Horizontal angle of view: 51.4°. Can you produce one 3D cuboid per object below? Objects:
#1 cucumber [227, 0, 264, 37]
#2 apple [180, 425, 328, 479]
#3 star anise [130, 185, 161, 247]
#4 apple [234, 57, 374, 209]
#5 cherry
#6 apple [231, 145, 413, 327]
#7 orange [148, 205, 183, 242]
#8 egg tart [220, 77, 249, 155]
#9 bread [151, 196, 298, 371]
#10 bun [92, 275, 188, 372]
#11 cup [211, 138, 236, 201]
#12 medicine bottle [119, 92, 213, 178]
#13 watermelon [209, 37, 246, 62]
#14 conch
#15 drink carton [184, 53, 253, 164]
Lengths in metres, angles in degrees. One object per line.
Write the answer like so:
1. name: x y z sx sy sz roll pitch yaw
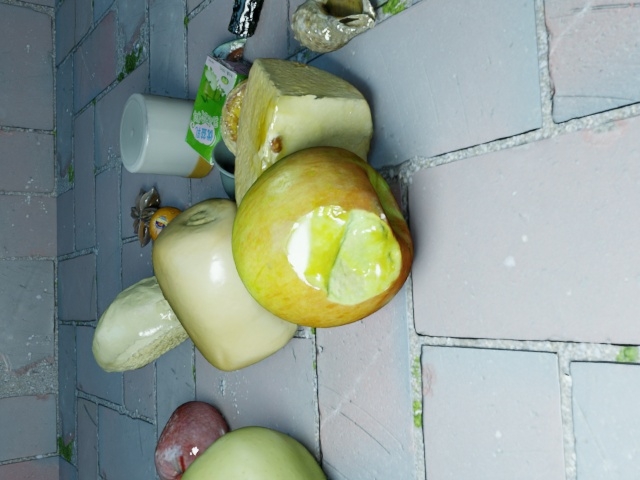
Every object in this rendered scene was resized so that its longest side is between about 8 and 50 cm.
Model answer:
1. cucumber: -0.170 -0.682 1.729 0.081 0.072 0.303 45 124 46
2. apple: -0.132 0.592 1.425 0.357 0.357 0.357 -2 88 55
3. star anise: -0.611 -0.096 2.336 0.212 0.073 0.196 -39 62 44
4. apple: -0.064 -0.195 1.398 0.314 0.252 0.309 24 125 15
5. cherry: -0.346 0.582 1.832 0.236 0.213 0.285 -41 30 23
6. apple: 0.000 0.000 1.232 0.340 0.340 0.339 -2 88 55
7. orange: -0.479 -0.041 2.112 0.136 0.117 0.135 -3 77 11
8. egg tart: -0.122 -0.283 1.578 0.094 0.234 0.234 23 -114 -82
9. bread: -0.224 0.112 1.548 0.376 0.253 0.348 64 167 -25
10. bun: -0.481 0.215 1.884 0.364 0.364 0.202 -41 76 46
11. cup: -0.169 -0.152 1.649 0.199 0.199 0.150 55 149 40
12. medicine bottle: -0.452 -0.310 1.979 0.238 0.232 0.237 -4 85 55
13. watermelon: -0.270 -0.490 1.874 0.187 0.071 0.139 -30 69 50
14. conch: 0.027 -0.475 1.396 0.207 0.130 0.155 10 111 45
15. drink carton: -0.256 -0.350 1.797 0.161 0.108 0.271 41 121 39
